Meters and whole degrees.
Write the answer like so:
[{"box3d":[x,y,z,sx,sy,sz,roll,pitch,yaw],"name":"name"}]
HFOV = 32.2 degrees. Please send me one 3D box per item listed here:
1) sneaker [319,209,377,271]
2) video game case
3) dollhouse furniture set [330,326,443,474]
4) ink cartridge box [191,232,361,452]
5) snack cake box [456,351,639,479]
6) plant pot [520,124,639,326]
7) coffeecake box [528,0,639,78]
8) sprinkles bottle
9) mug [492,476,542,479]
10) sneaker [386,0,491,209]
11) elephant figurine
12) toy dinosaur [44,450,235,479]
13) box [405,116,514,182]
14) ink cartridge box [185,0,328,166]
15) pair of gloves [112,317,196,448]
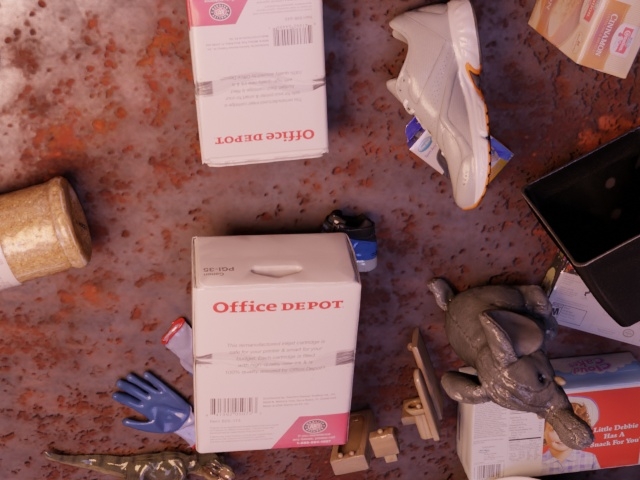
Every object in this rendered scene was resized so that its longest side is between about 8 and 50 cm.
[{"box3d":[0.000,0.000,1.469,0.152,0.058,0.084,-2,112,-4],"name":"sneaker"},{"box3d":[0.442,0.043,1.563,0.232,0.042,0.210,15,112,-15],"name":"video game case"},{"box3d":[0.081,0.224,1.554,0.151,0.144,0.123,-14,112,14],"name":"dollhouse furniture set"},{"box3d":[-0.062,0.133,1.439,0.207,0.117,0.283,-1,126,-7],"name":"ink cartridge box"},{"box3d":[0.337,0.257,1.623,0.265,0.089,0.152,-4,114,-7],"name":"snack cake box"},{"box3d":[0.395,-0.003,1.421,0.188,0.187,0.167,-27,126,3],"name":"plant pot"},{"box3d":[0.327,-0.290,1.309,0.068,0.185,0.142,14,112,-15],"name":"coffeecake box"},{"box3d":[-0.470,0.024,1.373,0.356,0.121,0.121,-16,116,-1],"name":"sprinkles bottle"},{"box3d":[0.390,0.492,1.618,0.374,0.276,0.328,-36,139,19],"name":"mug"},{"box3d":[0.146,-0.165,1.377,0.121,0.099,0.262,-7,90,9],"name":"sneaker"},{"box3d":[0.244,0.156,1.450,0.186,0.239,0.169,-12,111,13],"name":"elephant figurine"},{"box3d":[-0.258,0.351,1.598,0.268,0.064,0.118,2,111,-4],"name":"toy dinosaur"},{"box3d":[0.178,-0.124,1.453,0.136,0.028,0.081,34,105,-23],"name":"box"},{"box3d":[-0.075,-0.209,1.340,0.159,0.092,0.217,-5,114,-6],"name":"ink cartridge box"},{"box3d":[-0.190,0.205,1.557,0.159,0.023,0.198,40,103,-21],"name":"pair of gloves"}]
